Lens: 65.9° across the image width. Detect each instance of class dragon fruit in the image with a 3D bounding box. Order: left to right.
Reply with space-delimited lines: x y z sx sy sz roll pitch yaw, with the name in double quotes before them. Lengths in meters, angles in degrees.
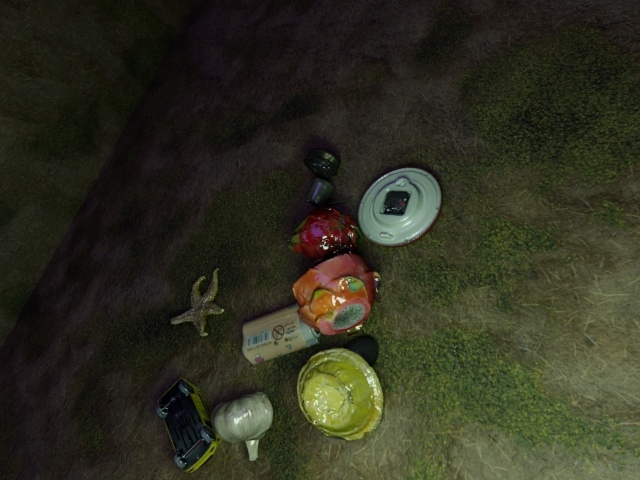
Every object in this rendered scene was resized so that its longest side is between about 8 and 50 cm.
"dragon fruit" 0.000 0.000 1.750 0.292 0.234 0.234 -17 53 5
"dragon fruit" 0.064 0.184 1.570 0.290 0.290 0.189 -40 57 10

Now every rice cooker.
"rice cooker" 0.007 -0.316 2.015 0.165 0.112 0.107 15 67 40

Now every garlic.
"garlic" -0.238 0.612 1.612 0.218 0.218 0.212 -20 83 25

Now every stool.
"stool" -0.003 -0.186 1.959 0.096 0.096 0.110 22 83 41

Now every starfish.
"starfish" -0.484 0.274 2.049 0.299 0.060 0.302 -47 41 -5

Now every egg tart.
"egg tart" 0.045 0.466 1.466 0.290 0.115 0.291 1 92 29

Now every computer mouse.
"computer mouse" 0.099 0.395 1.554 0.122 0.073 0.217 27 84 44

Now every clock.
"clock" 0.273 -0.121 1.732 0.318 0.080 0.319 -18 55 27

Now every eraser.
"eraser" -0.142 0.322 1.762 0.290 0.087 0.171 -23 54 24

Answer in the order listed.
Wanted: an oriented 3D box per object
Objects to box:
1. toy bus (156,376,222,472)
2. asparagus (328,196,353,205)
"toy bus" -0.449 0.650 1.740 0.145 0.151 0.331 -44 45 -2
"asparagus" 0.081 -0.152 1.929 0.114 0.015 0.014 -11 56 31
